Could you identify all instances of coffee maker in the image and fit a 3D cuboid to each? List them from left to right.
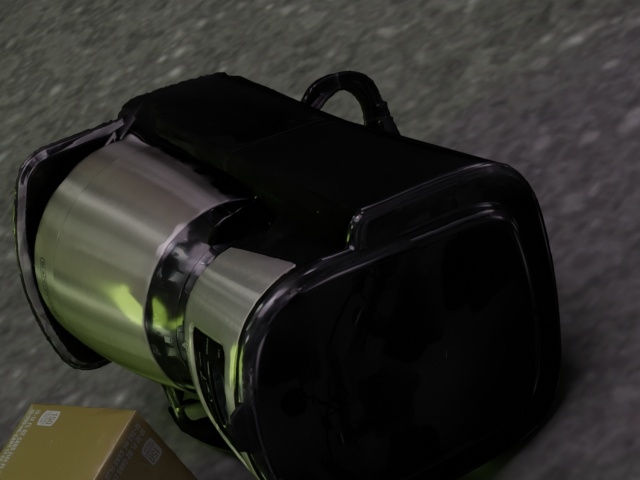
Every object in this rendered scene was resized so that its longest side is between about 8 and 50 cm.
[{"bbox_3d":[0.000,0.000,0.601,0.171,0.120,0.178,-46,36,-15],"label":"coffee maker"}]

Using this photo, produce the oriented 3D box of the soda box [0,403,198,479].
[{"bbox_3d":[-0.108,0.145,0.572,0.058,0.061,0.181,-1,47,39],"label":"soda box"}]
